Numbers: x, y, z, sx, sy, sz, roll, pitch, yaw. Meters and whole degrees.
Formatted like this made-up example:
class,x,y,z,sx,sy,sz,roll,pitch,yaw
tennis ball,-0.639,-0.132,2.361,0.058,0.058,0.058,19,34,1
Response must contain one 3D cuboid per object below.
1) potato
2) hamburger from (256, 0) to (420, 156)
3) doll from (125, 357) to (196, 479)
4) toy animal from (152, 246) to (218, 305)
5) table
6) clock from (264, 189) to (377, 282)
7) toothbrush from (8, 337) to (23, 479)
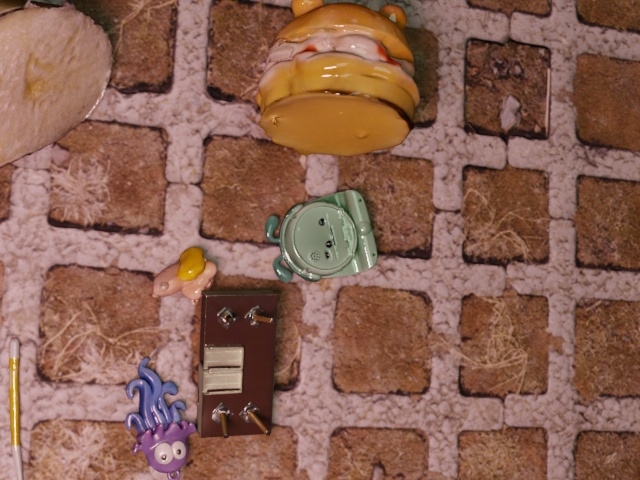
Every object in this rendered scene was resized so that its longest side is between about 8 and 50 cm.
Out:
class,x,y,z,sx,sy,sz,roll,pitch,yaw
potato,-0.555,-0.288,1.434,0.296,0.290,0.397,35,51,16
hamburger,0.029,-0.285,1.611,0.277,0.276,0.236,9,72,-18
doll,-0.263,0.289,1.548,0.110,0.067,0.205,-14,78,-29
toy animal,-0.215,0.069,1.580,0.114,0.091,0.082,-43,112,-20
table,-0.127,0.207,1.545,0.122,0.111,0.240,0,100,-19
clock,-0.001,0.000,1.671,0.189,0.060,0.148,-15,89,-19
toothbrush,-0.478,0.297,1.494,0.024,0.021,0.288,0,83,-29
